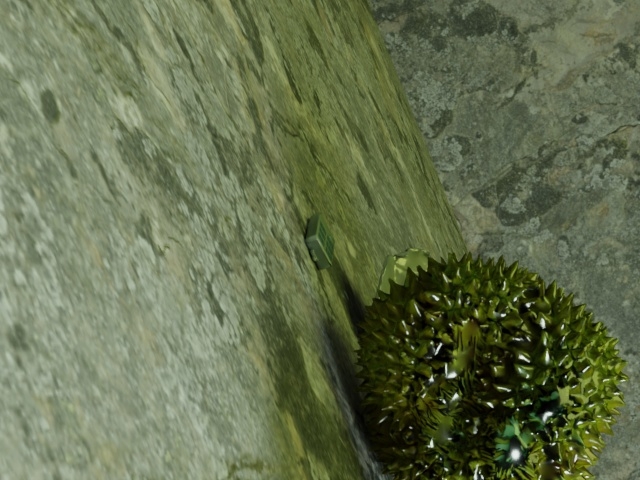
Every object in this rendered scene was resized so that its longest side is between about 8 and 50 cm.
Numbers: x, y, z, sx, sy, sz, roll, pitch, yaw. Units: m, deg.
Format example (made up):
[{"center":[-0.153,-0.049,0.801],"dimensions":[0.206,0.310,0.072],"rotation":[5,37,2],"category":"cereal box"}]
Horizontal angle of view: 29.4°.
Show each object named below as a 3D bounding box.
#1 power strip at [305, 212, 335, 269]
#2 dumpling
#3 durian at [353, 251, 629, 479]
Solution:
[{"center":[0.000,0.000,1.337],"dimensions":[0.090,0.016,0.040],"rotation":[-81,146,-70],"category":"power strip"},{"center":[0.104,0.113,1.419],"dimensions":[0.155,0.111,0.181],"rotation":[-5,63,-47],"category":"dumpling"},{"center":[0.172,0.151,1.208],"dimensions":[0.224,0.291,0.291],"rotation":[49,21,-67],"category":"durian"}]
